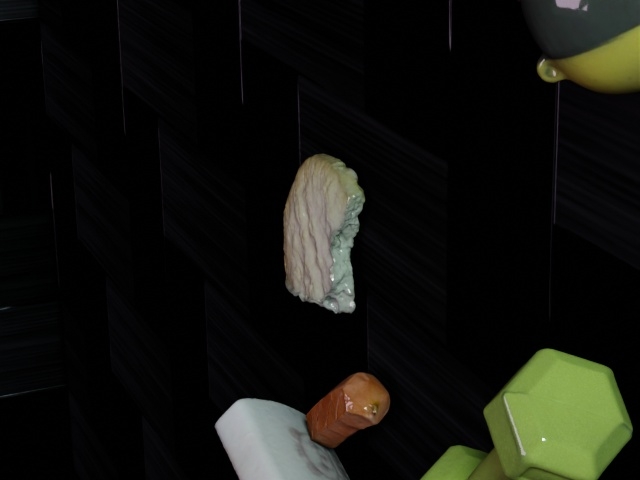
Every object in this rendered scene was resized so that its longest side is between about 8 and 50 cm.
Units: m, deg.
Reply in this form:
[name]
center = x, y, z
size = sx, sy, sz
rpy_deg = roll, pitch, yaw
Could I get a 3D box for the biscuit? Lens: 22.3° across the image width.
[biscuit]
center = 0.000, 0.000, 1.885
size = 0.265, 0.040, 0.188
rpy_deg = 121, 138, -59

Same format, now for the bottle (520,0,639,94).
[bottle]
center = 0.160, -0.265, 1.094
size = 0.351, 0.171, 0.171
rpy_deg = 59, 163, -13

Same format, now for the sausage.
[sausage]
center = 0.033, 0.190, 1.838
size = 0.169, 0.065, 0.065
rpy_deg = 132, 126, -64

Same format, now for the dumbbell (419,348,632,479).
[dumbbell]
center = 0.167, 0.202, 1.432
size = 0.302, 0.121, 0.108
rpy_deg = 117, 169, -58

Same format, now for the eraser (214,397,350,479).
[eraser]
center = -0.010, 0.314, 1.868
size = 0.095, 0.174, 0.270
rpy_deg = -45, 43, 15
